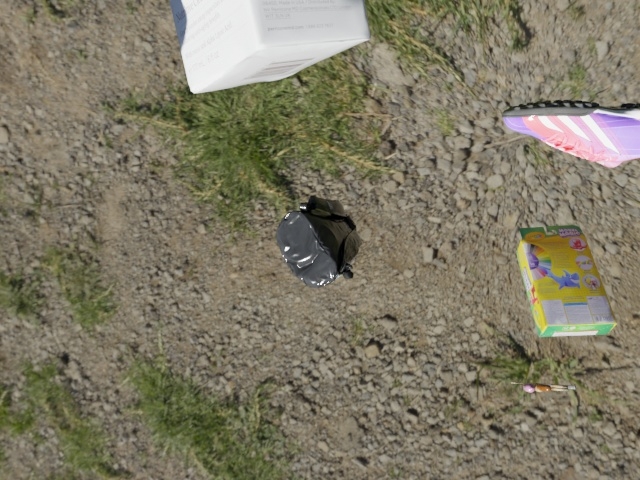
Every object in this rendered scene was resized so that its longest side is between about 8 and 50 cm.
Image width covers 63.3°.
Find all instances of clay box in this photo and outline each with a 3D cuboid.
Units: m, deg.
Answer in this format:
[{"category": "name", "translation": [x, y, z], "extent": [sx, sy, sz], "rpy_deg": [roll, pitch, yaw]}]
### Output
[{"category": "clay box", "translation": [0.464, 0.073, 1.004], "extent": [0.127, 0.222, 0.053], "rpy_deg": [-2, 144, 3]}]

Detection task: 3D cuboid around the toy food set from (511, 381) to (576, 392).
[{"category": "toy food set", "translation": [0.492, 0.327, 1.147], "extent": [0.122, 0.078, 0.019], "rpy_deg": [-8, 74, 41]}]

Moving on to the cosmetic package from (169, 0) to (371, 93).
[{"category": "cosmetic package", "translation": [-0.092, -0.391, 0.593], "extent": [0.217, 0.156, 0.385], "rpy_deg": [1, 108, 57]}]

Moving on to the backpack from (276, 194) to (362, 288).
[{"category": "backpack", "translation": [0.000, 0.000, 0.923], "extent": [0.115, 0.182, 0.152], "rpy_deg": [-25, 92, 22]}]

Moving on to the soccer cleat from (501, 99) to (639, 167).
[{"category": "soccer cleat", "translation": [0.484, -0.188, 0.927], "extent": [0.318, 0.109, 0.117], "rpy_deg": [4, 109, 3]}]
